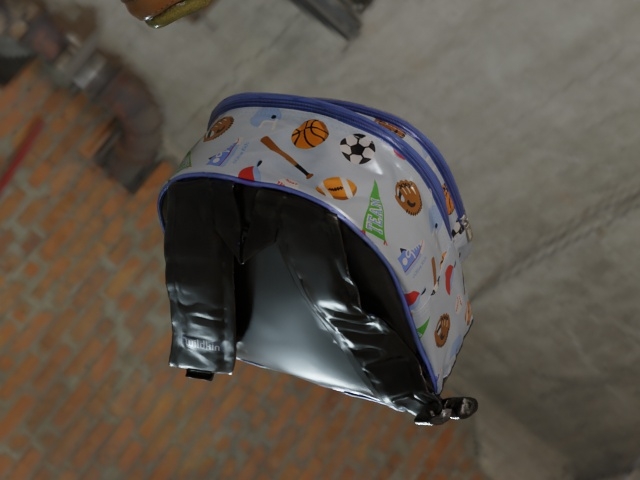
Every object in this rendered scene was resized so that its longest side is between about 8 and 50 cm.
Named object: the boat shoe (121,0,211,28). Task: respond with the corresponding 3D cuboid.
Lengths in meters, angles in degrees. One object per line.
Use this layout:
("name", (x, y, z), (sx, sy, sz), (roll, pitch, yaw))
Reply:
("boat shoe", (-0.021, -0.233, 0.804), (0.307, 0.104, 0.111), (-38, -163, -26))

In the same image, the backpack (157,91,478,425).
("backpack", (0.000, 0.000, 1.086), (0.277, 0.263, 0.213), (8, -122, 22))
